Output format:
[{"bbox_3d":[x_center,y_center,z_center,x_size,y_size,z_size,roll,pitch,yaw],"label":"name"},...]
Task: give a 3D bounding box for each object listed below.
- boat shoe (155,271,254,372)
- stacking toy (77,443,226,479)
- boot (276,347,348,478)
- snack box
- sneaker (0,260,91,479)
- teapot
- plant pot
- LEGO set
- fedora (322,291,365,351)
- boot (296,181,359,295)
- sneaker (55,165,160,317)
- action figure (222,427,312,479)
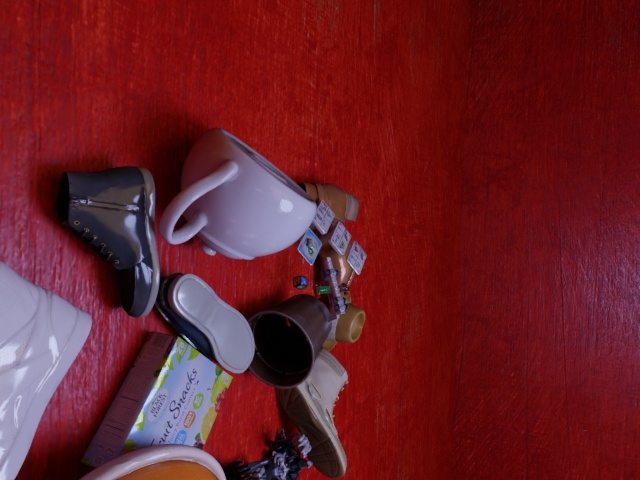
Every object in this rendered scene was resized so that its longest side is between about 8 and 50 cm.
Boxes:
[{"bbox_3d":[-0.202,0.148,0.834,0.254,0.079,0.095,56,47,-44],"label":"boat shoe"},{"bbox_3d":[-0.124,0.495,0.528,0.350,0.480,0.350,-25,125,-42],"label":"stacking toy"},{"bbox_3d":[0.016,0.413,1.173,0.262,0.095,0.203,60,30,1],"label":"boot"},{"bbox_3d":[-0.248,0.279,0.770,0.174,0.070,0.207,58,42,-46],"label":"snack box"},{"bbox_3d":[-0.382,0.162,0.498,0.169,0.108,0.292,57,35,-44],"label":"sneaker"},{"bbox_3d":[-0.145,-0.054,0.814,0.256,0.252,0.187,35,98,-33],"label":"teapot"},{"bbox_3d":[-0.060,0.200,1.024,0.165,0.167,0.167,-31,119,-64],"label":"plant pot"},{"bbox_3d":[0.008,0.050,1.045,0.182,0.060,0.244,50,37,-21],"label":"LEGO set"},{"bbox_3d":[0.069,0.221,1.288,0.194,0.079,0.194,16,90,-70],"label":"fedora"},{"bbox_3d":[0.000,0.000,1.169,0.220,0.109,0.283,8,96,-53],"label":"boot"},{"bbox_3d":[-0.299,0.008,0.671,0.118,0.083,0.222,-9,104,-45],"label":"sneaker"},{"bbox_3d":[-0.085,0.495,1.010,0.276,0.141,0.164,15,68,-59],"label":"action figure"}]
